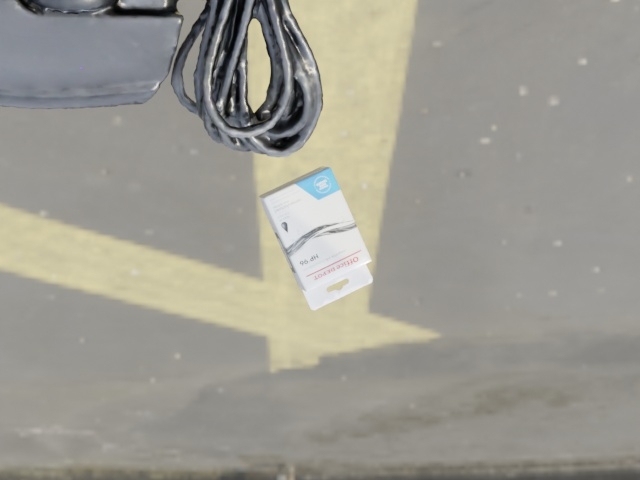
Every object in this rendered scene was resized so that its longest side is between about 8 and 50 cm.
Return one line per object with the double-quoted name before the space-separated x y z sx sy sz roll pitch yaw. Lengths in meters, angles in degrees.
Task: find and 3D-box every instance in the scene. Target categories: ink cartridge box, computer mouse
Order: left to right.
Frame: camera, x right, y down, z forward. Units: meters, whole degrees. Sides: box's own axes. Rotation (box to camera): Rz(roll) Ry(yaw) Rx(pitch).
"computer mouse" -0.139 -0.123 0.569 0.272 0.072 0.188 6 118 17
"ink cartridge box" 0.000 0.000 0.845 0.048 0.083 0.028 -26 -171 -7
